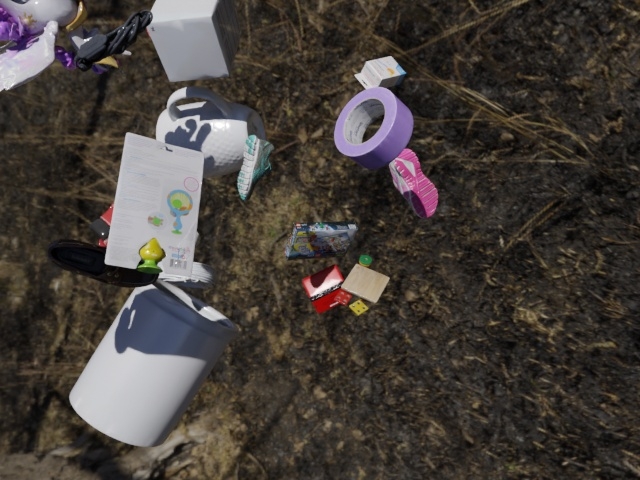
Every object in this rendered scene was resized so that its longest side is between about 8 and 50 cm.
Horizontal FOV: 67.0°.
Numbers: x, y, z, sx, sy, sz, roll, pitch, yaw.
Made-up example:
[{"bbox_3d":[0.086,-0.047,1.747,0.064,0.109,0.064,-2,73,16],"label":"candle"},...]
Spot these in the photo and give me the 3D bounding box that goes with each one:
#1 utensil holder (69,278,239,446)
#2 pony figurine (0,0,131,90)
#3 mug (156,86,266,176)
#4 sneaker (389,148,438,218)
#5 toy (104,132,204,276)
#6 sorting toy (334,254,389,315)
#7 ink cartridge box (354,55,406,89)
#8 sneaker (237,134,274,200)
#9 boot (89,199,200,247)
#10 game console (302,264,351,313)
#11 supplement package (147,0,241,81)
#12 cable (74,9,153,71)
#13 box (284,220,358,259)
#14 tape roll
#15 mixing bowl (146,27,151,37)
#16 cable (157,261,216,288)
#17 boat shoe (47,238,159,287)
[{"bbox_3d":[-0.478,0.343,1.407,0.328,0.328,0.385,20,77,53],"label":"utensil holder"},{"bbox_3d":[-0.676,-0.518,1.138,0.303,0.351,0.363,46,158,44],"label":"pony figurine"},{"bbox_3d":[-0.398,-0.400,1.750,0.329,0.374,0.276,-4,57,17],"label":"mug"},{"bbox_3d":[0.319,-0.194,1.677,0.252,0.103,0.111,65,171,-7],"label":"sneaker"},{"bbox_3d":[-0.283,-0.055,0.831,0.056,0.137,0.237,-33,51,51],"label":"toy"},{"bbox_3d":[0.152,0.166,1.688,0.133,0.274,0.046,22,134,15],"label":"sorting toy"},{"bbox_3d":[0.237,-0.658,1.912,0.104,0.181,0.061,53,145,15],"label":"ink cartridge box"},{"bbox_3d":[-0.158,-0.176,1.212,0.065,0.076,0.166,42,121,51],"label":"sneaker"},{"bbox_3d":[-0.435,-0.011,1.194,0.176,0.244,0.088,-55,-11,-27],"label":"boot"},{"bbox_3d":[0.025,0.182,1.806,0.144,0.124,0.085,-27,37,0],"label":"game console"},{"bbox_3d":[-0.379,-0.655,1.493,0.198,0.200,0.262,79,-169,-51],"label":"supplement package"},{"bbox_3d":[-0.412,-0.407,0.992,0.185,0.047,0.150,-31,20,10],"label":"cable"},{"bbox_3d":[0.000,0.000,1.735,0.159,0.233,0.044,113,146,-46],"label":"box"},{"bbox_3d":[0.131,-0.281,1.214,0.189,0.080,0.188,-19,59,36],"label":"tape roll"},{"bbox_3d":[-0.518,-0.771,1.728,0.098,0.182,0.181,-46,46,51],"label":"mixing bowl"},{"bbox_3d":[-0.570,0.144,2.042,0.258,0.257,0.089,4,78,15],"label":"cable"},{"bbox_3d":[-0.418,0.049,0.939,0.073,0.207,0.073,1,77,68],"label":"boat shoe"}]
